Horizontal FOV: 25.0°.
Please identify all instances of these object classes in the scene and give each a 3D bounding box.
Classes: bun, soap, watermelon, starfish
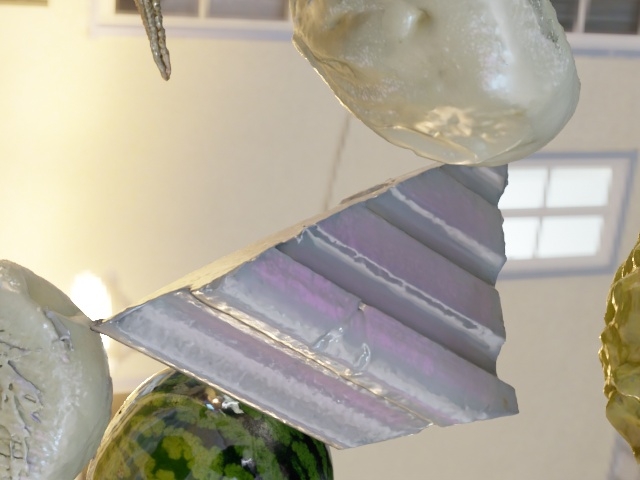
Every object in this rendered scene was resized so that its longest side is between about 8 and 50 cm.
[{"bbox_3d":[-0.323,0.142,1.370,0.168,0.272,0.273,-25,115,-80],"label":"bun"},{"bbox_3d":[0.000,0.000,1.096,0.159,0.302,0.258,-21,-130,40],"label":"soap"},{"bbox_3d":[0.039,-0.109,0.683,0.183,0.102,0.183,57,-3,4],"label":"bun"},{"bbox_3d":[-0.125,0.276,1.642,0.285,0.285,0.285,8,-81,62],"label":"watermelon"},{"bbox_3d":[-0.180,-0.304,1.411,0.231,0.048,0.295,-58,129,-76],"label":"starfish"}]

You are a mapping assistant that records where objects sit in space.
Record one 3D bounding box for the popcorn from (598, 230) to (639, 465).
[{"bbox_3d":[0.300,0.080,0.951,0.225,0.249,0.249,67,7,-66],"label":"popcorn"}]
